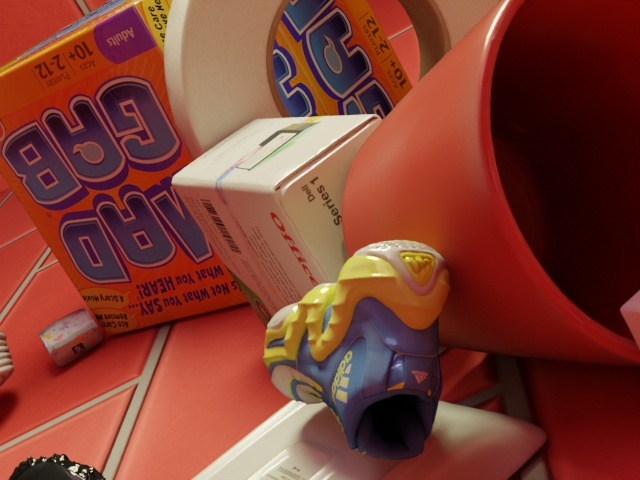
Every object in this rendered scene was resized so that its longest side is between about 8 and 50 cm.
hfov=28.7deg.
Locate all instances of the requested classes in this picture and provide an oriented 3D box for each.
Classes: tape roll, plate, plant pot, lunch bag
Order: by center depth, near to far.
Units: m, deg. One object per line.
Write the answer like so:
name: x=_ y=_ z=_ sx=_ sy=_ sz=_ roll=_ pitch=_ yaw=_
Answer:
plate: x=-0.019 y=0.186 z=0.890 sx=0.278 sy=0.045 sz=0.277 roll=-37 pitch=18 yaw=-21
plant pot: x=0.156 y=-0.034 z=0.896 sx=0.275 sy=0.275 sz=0.243 roll=-39 pitch=8 yaw=-29
tape roll: x=0.029 y=-0.186 z=1.307 sx=0.392 sy=0.392 sz=0.072 roll=-35 pitch=17 yaw=-15
lunch bag: x=-0.317 y=0.123 z=1.588 sx=0.071 sy=0.053 sz=0.083 roll=-32 pitch=6 yaw=-14

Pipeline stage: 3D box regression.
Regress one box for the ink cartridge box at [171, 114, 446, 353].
ink cartridge box: x=0.000 y=0.000 z=1.125 sx=0.117 sy=0.201 sz=0.278 roll=-37 pitch=17 yaw=-17

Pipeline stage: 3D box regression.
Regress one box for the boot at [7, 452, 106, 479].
boot: x=-0.214 y=0.250 z=0.878 sx=0.207 sy=0.094 sz=0.246 roll=-52 pitch=16 yaw=-17

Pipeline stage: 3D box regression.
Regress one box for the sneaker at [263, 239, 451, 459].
sneaker: x=0.017 y=0.097 z=0.848 sx=0.091 sy=0.126 sz=0.240 roll=6 pitch=-27 yaw=-14

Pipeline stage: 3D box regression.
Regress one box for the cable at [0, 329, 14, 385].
cable: x=-0.494 y=0.186 z=1.520 sx=0.257 sy=0.089 sz=0.257 roll=-31 pitch=-8 yaw=0

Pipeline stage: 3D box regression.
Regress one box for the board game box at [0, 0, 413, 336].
board game box: x=-0.141 y=-0.148 z=1.541 sx=0.356 sy=0.357 sz=0.356 roll=-16 pitch=21 yaw=42

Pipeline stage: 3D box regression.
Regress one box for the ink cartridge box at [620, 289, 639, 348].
ink cartridge box: x=0.312 y=0.032 z=0.669 sx=0.172 sy=0.100 sz=0.237 roll=-38 pitch=18 yaw=-23
